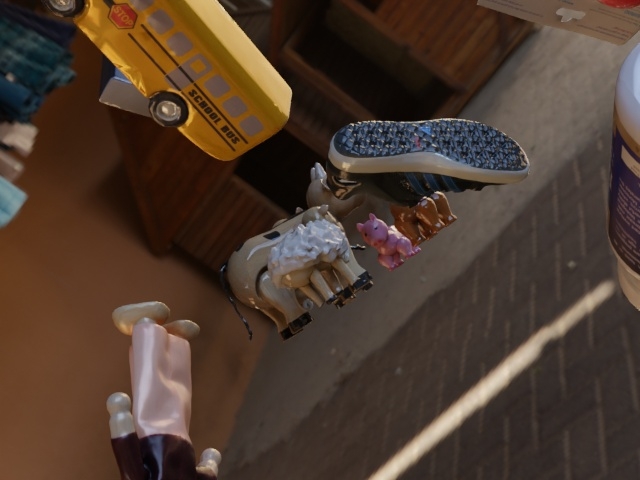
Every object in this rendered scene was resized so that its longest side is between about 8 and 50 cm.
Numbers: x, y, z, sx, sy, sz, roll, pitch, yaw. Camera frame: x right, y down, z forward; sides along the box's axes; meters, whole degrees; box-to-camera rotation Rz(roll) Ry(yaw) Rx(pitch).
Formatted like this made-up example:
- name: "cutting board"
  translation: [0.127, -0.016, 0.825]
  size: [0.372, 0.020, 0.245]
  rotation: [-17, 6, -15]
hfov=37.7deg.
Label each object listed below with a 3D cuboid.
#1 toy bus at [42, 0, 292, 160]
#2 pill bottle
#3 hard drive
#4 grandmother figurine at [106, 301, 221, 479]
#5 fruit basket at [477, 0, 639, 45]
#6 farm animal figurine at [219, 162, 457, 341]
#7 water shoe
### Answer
- name: "toy bus"
  translation: [-0.186, -0.247, 1.123]
  size: [0.130, 0.333, 0.108]
  rotation: [-28, 32, 25]
- name: "pill bottle"
  translation: [0.320, -0.044, 0.786]
  size: [0.153, 0.153, 0.265]
  rotation: [-57, -29, -25]
- name: "hard drive"
  translation: [-0.220, -0.266, 1.502]
  size: [0.054, 0.254, 0.172]
  rotation: [129, 145, -51]
- name: "grandmother figurine"
  translation: [-0.191, 0.252, 1.132]
  size: [0.104, 0.207, 0.342]
  rotation: [-31, 47, 29]
- name: "fruit basket"
  translation: [0.406, -0.401, 1.168]
  size: [0.353, 0.327, 0.165]
  rotation: [-42, 57, 42]
- name: "farm animal figurine"
  translation: [0.000, 0.000, 1.257]
  size: [0.326, 0.172, 0.330]
  rotation: [-31, -7, -34]
- name: "water shoe"
  translation: [0.105, -0.075, 0.944]
  size: [0.080, 0.203, 0.073]
  rotation: [103, 170, -50]
